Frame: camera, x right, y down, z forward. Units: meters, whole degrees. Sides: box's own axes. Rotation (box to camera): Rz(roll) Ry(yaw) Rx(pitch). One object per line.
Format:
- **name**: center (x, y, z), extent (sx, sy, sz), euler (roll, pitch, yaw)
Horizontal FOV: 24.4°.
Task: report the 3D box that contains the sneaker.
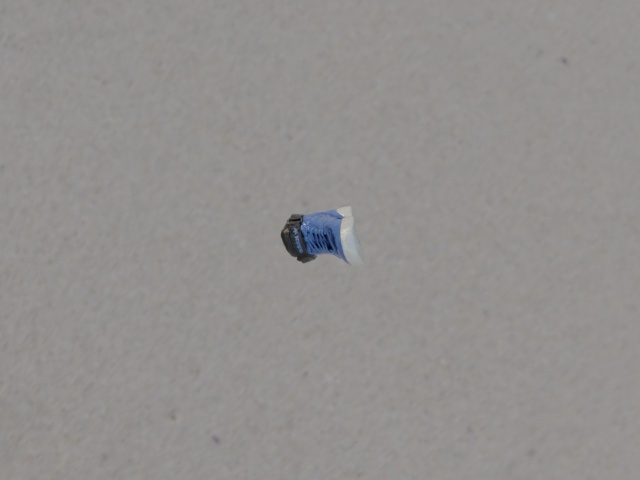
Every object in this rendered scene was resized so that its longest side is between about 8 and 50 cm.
- **sneaker**: center (0.000, 0.001, 1.622), extent (0.152, 0.085, 0.058), euler (-99, 175, -75)
